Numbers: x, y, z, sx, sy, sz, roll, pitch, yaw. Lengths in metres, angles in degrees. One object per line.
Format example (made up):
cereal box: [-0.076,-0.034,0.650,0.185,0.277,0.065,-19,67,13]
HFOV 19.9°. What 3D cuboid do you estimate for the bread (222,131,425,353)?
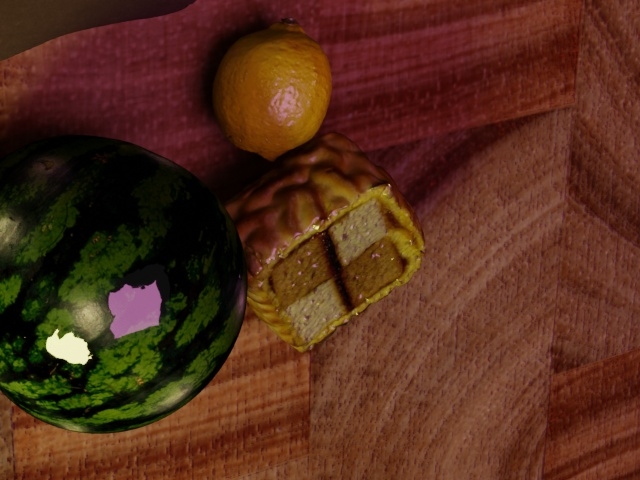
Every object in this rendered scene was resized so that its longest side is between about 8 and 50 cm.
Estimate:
bread: [0.000,0.000,1.726,0.181,0.096,0.222,-38,152,-5]

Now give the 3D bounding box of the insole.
insole: [-0.229,-0.206,1.546,0.328,0.007,0.111,-17,137,-31]

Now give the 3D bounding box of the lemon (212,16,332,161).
lemon: [-0.044,-0.139,1.663,0.109,0.109,0.133,9,93,-38]

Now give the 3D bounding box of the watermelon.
watermelon: [-0.189,0.041,1.555,0.269,0.269,0.269,-16,119,-30]
